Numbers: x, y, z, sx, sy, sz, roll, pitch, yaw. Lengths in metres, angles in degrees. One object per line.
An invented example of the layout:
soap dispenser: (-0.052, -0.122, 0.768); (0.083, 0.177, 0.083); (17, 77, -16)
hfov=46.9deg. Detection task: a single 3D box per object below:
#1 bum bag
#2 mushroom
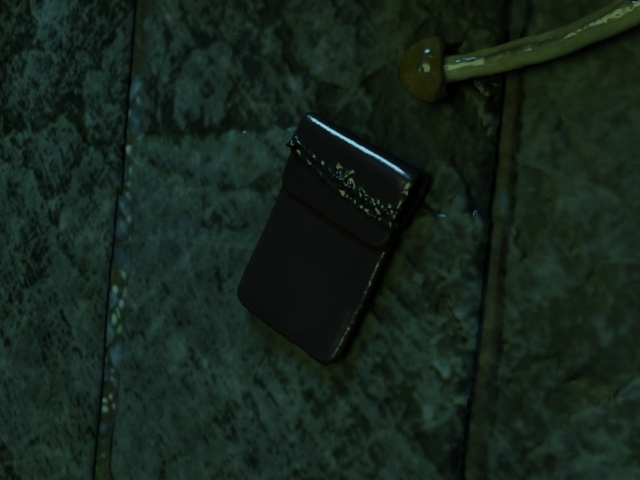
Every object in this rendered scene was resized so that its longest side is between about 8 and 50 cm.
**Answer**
bum bag: (0.000, 0.000, 0.526); (0.109, 0.026, 0.159); (32, 107, 29)
mushroom: (0.177, -0.157, 0.408); (0.306, 0.043, 0.068); (-28, 94, 28)
